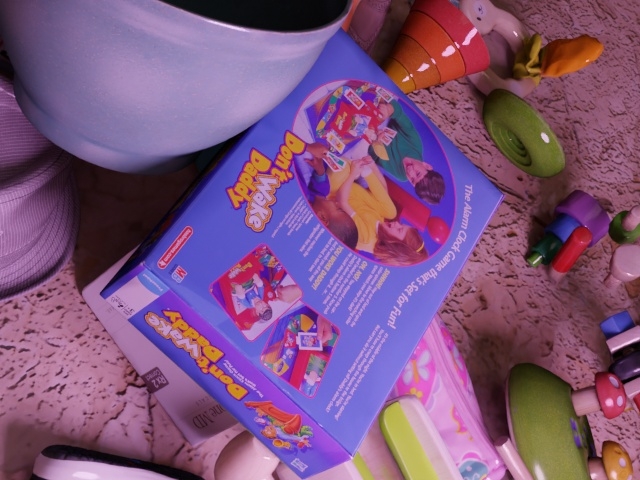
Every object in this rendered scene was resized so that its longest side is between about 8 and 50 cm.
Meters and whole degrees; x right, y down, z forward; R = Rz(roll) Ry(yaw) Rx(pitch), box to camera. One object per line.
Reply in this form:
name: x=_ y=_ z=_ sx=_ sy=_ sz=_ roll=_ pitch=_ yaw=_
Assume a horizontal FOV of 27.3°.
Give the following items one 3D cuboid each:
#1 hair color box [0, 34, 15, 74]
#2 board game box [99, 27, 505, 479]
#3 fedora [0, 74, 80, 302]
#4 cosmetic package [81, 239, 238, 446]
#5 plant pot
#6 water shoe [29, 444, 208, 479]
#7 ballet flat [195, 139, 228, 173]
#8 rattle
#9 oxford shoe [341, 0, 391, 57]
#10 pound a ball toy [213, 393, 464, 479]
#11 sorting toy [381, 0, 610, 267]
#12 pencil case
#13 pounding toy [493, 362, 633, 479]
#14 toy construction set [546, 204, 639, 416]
hair color box: x=-0.388 y=-0.320 z=1.201 sx=0.375 sy=0.114 sz=0.185 roll=26 pitch=56 yaw=-24
board game box: x=0.000 y=0.000 z=1.157 sx=0.233 sy=0.078 sz=0.347 roll=45 pitch=49 yaw=-11
fedora: x=-0.310 y=-0.070 z=1.134 sx=0.276 sy=0.124 sz=0.243 roll=1 pitch=69 yaw=-36
cosmetic package: x=-0.087 y=0.062 z=1.216 sx=0.151 sy=0.151 sz=0.183 roll=-37 pitch=92 yaw=-41
plant pot: x=-0.144 y=-0.179 z=1.096 sx=0.293 sy=0.196 sz=0.293 roll=19 pitch=34 yaw=-14
water shoe: x=-0.164 y=0.235 z=1.150 sx=0.203 sy=0.073 sz=0.080 roll=20 pitch=86 yaw=-29
ballet flat: x=-0.093 y=-0.155 z=1.373 sx=0.079 sy=0.077 sz=0.221 roll=17 pitch=58 yaw=-52
rattle: x=0.221 y=-0.268 z=1.608 sx=0.130 sy=0.143 sz=0.199 roll=-40 pitch=101 yaw=-22
oxford shoe: x=0.010 y=-0.247 z=1.474 sx=0.130 sy=0.132 sz=0.363 roll=11 pitch=36 yaw=19
pound a ball toy: x=0.037 y=0.292 z=1.206 sx=0.208 sy=0.136 sz=0.319 roll=-27 pitch=87 yaw=-44
sorting toy: x=0.189 y=-0.114 z=1.555 sx=0.126 sy=0.127 sz=0.365 roll=-40 pitch=98 yaw=-11
pencil case: x=0.088 y=0.129 z=1.335 sx=0.124 sy=0.124 sz=0.284 roll=-18 pitch=81 yaw=-40
pounding toy: x=0.270 y=0.217 z=1.365 sx=0.237 sy=0.110 sz=0.182 roll=-56 pitch=126 yaw=-66
toy construction set: x=0.391 y=0.119 z=1.533 sx=0.309 sy=0.237 sz=0.257 roll=42 pitch=70 yaw=10
